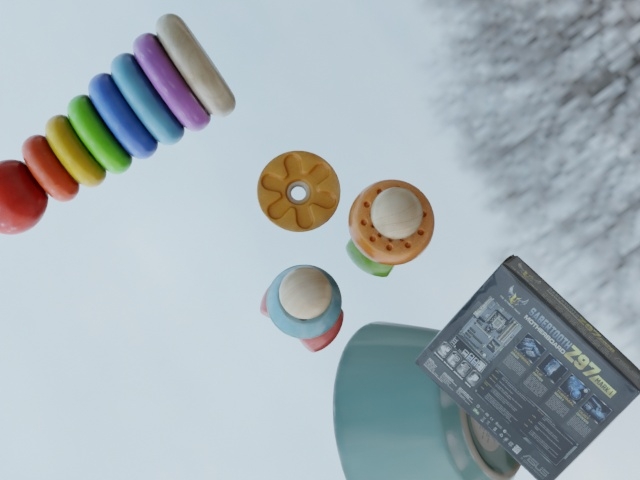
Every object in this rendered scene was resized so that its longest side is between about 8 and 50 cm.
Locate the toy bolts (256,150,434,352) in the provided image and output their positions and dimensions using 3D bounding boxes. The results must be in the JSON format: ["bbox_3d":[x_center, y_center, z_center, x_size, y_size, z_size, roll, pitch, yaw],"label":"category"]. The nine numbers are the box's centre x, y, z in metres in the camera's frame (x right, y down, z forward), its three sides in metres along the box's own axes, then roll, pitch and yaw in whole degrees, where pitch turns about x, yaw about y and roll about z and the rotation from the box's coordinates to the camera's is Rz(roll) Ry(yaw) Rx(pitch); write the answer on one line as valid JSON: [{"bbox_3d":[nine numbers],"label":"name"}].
[{"bbox_3d":[0.000,0.000,2.044,0.218,0.228,0.158,32,168,4],"label":"toy bolts"}]

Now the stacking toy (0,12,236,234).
[{"bbox_3d":[-0.269,-0.124,2.060,0.141,0.330,0.141,56,-178,-3],"label":"stacking toy"}]

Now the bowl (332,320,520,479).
[{"bbox_3d":[0.169,0.248,2.377,0.311,0.163,0.311,29,-125,-50],"label":"bowl"}]

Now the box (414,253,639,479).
[{"bbox_3d":[0.260,0.161,2.167,0.232,0.183,0.059,43,-154,8],"label":"box"}]
